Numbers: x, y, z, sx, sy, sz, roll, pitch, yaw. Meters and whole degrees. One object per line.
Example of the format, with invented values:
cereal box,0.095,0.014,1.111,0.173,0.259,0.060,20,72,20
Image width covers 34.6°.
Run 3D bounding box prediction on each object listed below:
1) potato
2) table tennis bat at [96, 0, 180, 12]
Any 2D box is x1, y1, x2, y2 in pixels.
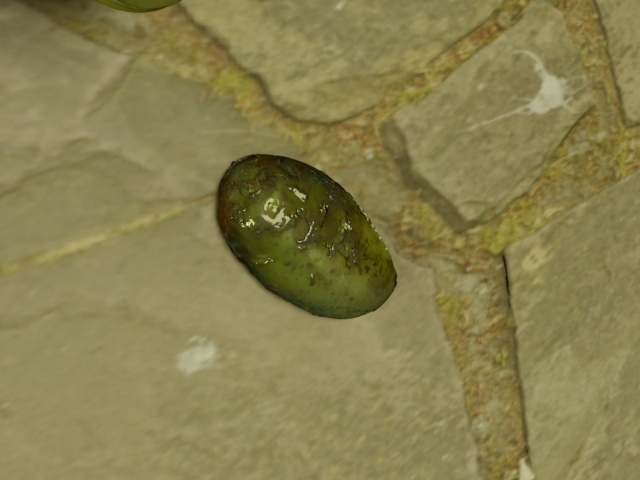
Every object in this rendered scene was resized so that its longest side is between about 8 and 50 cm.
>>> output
potato,0.000,0.000,0.879,0.198,0.054,0.119,49,59,-26
table tennis bat,-0.111,-0.254,0.717,0.368,0.054,0.224,8,76,-62
